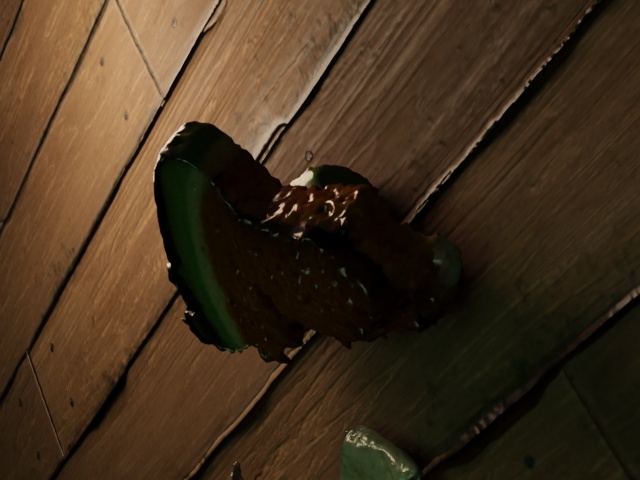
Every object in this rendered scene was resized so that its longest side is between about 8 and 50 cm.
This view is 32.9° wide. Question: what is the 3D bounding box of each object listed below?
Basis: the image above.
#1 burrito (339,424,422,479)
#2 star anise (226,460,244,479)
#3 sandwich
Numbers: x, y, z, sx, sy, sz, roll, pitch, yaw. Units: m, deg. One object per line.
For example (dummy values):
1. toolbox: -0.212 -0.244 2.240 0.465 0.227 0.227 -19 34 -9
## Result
1. burrito: 0.062 0.222 1.009 0.118 0.044 0.074 16 109 52
2. star anise: -0.090 0.348 1.200 0.182 0.065 0.195 -32 73 50
3. sandwich: 0.000 0.000 0.987 0.301 0.162 0.250 14 137 34
